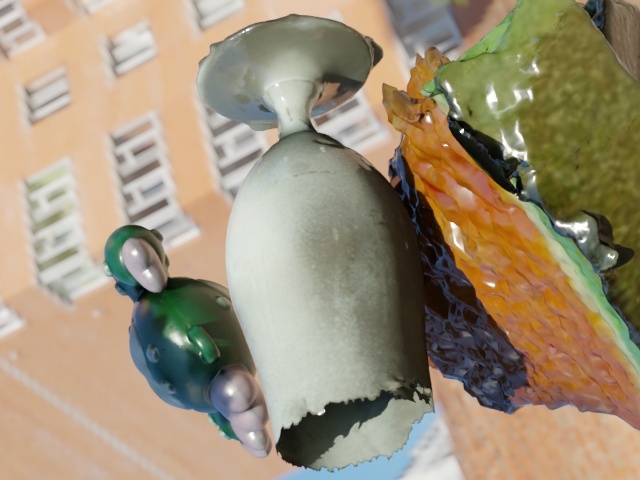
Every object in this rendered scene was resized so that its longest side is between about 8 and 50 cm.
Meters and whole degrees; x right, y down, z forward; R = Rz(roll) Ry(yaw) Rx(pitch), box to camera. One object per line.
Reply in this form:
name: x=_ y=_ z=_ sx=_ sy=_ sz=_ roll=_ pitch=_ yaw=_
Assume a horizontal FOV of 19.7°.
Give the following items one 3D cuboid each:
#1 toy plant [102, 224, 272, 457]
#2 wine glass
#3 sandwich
toy plant: x=-0.120 y=0.094 z=1.712 sx=0.232 sy=0.112 sz=0.243 roll=51 pitch=170 yaw=16
wine glass: x=0.000 y=0.000 z=0.924 sx=0.103 sy=0.103 sz=0.222 roll=41 pitch=-147 yaw=-55
sandwich: x=0.128 y=-0.014 z=0.935 sx=0.250 sy=0.162 sz=0.301 roll=53 pitch=162 yaw=-11
